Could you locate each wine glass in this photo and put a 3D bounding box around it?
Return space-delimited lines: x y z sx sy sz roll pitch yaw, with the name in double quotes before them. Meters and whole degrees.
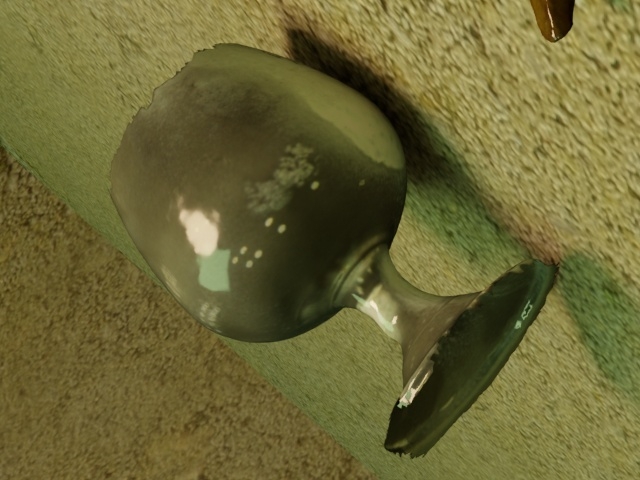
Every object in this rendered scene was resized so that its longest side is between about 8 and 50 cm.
"wine glass" 0.000 0.000 1.262 0.323 0.238 0.238 42 167 18

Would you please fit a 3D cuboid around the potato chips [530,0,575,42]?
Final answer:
"potato chips" 0.076 -0.195 0.842 0.204 0.037 0.026 53 156 -12
